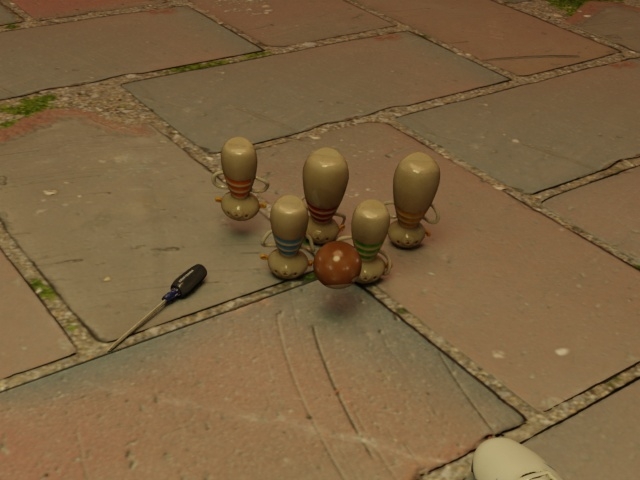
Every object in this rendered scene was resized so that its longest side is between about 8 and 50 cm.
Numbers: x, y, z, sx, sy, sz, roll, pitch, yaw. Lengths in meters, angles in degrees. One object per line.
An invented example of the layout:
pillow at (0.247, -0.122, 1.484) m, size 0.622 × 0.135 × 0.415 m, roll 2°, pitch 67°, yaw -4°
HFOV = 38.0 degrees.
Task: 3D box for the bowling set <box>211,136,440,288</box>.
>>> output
bowling set at (0.000, 0.000, 1.106) m, size 0.287 × 0.154 × 0.200 m, roll 7°, pitch 50°, yaw 2°

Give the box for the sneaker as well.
sneaker at (0.206, 0.237, 0.768) m, size 0.085 × 0.086 × 0.237 m, roll -11°, pitch 34°, yaw -21°

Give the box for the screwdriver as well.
screwdriver at (-0.185, 0.073, 1.045) m, size 0.025 × 0.024 × 0.170 m, roll 45°, pitch 45°, yaw 7°
